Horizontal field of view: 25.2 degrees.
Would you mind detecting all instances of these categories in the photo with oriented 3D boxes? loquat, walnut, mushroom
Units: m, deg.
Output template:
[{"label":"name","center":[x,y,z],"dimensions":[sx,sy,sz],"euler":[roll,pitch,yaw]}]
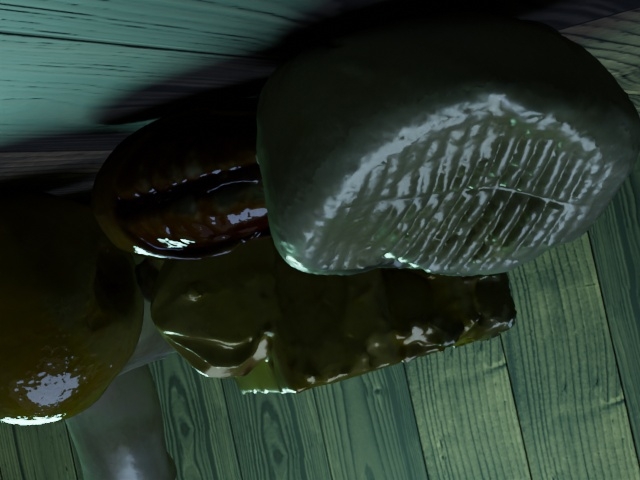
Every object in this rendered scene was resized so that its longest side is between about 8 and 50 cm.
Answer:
[{"label":"loquat","center":[-0.258,0.058,1.271],"dimensions":[0.213,0.213,0.213],"euler":[-12,178,0]},{"label":"walnut","center":[-0.068,-0.043,0.990],"dimensions":[0.207,0.115,0.116],"euler":[-13,178,24]},{"label":"mushroom","center":[-0.248,0.080,1.570],"dimensions":[0.315,0.315,0.356],"euler":[-12,144,12]}]

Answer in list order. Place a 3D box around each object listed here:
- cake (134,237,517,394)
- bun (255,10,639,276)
[{"label":"cake","center":[-0.014,0.008,1.181],"dimensions":[0.286,0.222,0.227],"euler":[-12,176,-14]},{"label":"bun","center":[0.068,-0.065,0.861],"dimensions":[0.229,0.145,0.229],"euler":[-6,144,-4]}]
